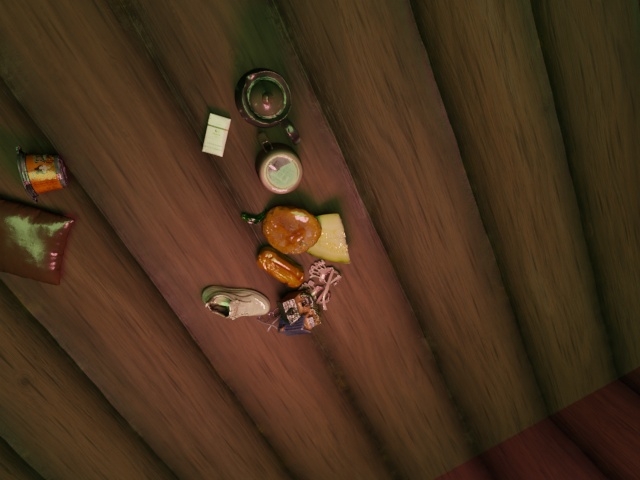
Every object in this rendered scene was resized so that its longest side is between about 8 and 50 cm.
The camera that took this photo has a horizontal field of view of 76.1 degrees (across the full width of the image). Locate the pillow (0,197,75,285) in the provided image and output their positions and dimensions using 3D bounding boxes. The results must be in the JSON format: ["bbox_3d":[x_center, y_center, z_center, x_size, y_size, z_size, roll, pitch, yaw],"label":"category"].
[{"bbox_3d":[-1.156,0.002,1.603,0.305,0.108,0.308,17,104,-18],"label":"pillow"}]

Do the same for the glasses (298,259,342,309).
[{"bbox_3d":[-0.008,0.220,1.918,0.162,0.095,0.256,25,100,-8],"label":"glasses"}]

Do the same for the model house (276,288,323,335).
[{"bbox_3d":[-0.115,0.341,1.866,0.166,0.172,0.183,-12,101,31],"label":"model house"}]

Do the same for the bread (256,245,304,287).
[{"bbox_3d":[-0.179,0.121,1.851,0.245,0.094,0.102,37,104,-20],"label":"bread"}]

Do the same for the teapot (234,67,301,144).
[{"bbox_3d":[-0.201,-0.493,1.535,0.223,0.285,0.306,-12,109,-7],"label":"teapot"}]

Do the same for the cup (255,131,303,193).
[{"bbox_3d":[-0.179,-0.316,1.645,0.191,0.200,0.253,-28,111,-1],"label":"cup"}]

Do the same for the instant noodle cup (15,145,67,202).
[{"bbox_3d":[-1.026,-0.252,1.523,0.125,0.178,0.208,-12,130,-21],"label":"instant noodle cup"}]

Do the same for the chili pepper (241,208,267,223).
[{"bbox_3d":[-0.286,-0.098,1.784,0.117,0.035,0.056,-11,109,-8],"label":"chili pepper"}]

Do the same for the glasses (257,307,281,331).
[{"bbox_3d":[-0.228,0.374,1.917,0.139,0.104,0.063,-17,113,-2],"label":"glasses"}]

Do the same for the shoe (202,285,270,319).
[{"bbox_3d":[-0.378,0.294,1.833,0.315,0.159,0.124,11,105,-12],"label":"shoe"}]

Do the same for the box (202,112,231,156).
[{"bbox_3d":[-0.418,-0.424,1.646,0.083,0.040,0.155,14,104,-13],"label":"box"}]

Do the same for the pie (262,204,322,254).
[{"bbox_3d":[-0.128,-0.045,1.775,0.273,0.069,0.274,7,126,10],"label":"pie"}]

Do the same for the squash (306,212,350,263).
[{"bbox_3d":[0.000,0.000,1.814,0.154,0.204,0.237,-21,110,-28],"label":"squash"}]
